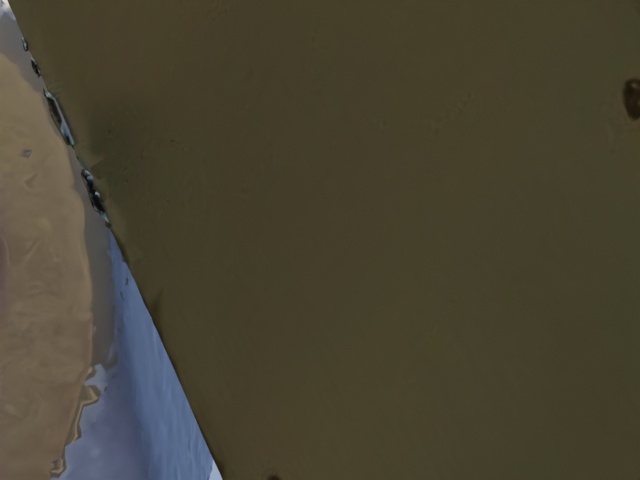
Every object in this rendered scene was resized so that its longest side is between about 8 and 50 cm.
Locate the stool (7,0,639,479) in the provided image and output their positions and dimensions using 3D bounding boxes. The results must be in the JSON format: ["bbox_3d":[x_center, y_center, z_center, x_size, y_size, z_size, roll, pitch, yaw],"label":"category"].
[{"bbox_3d":[0.091,-0.021,0.451,0.170,0.243,0.270,-50,-125,34],"label":"stool"}]

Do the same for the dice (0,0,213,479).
[{"bbox_3d":[-0.178,0.005,0.643,0.259,0.251,0.243,-59,144,-83],"label":"dice"}]
